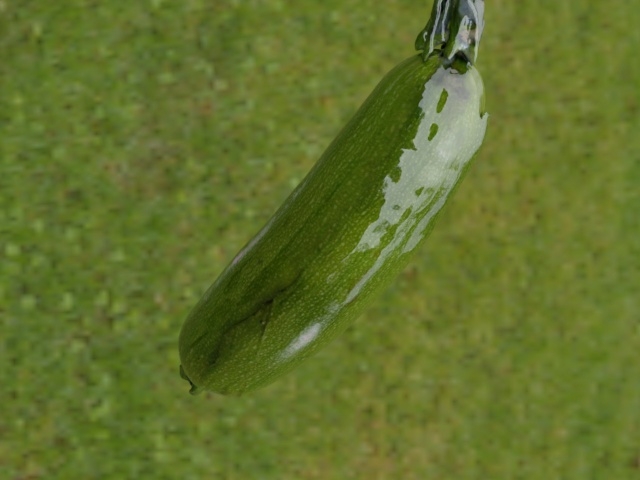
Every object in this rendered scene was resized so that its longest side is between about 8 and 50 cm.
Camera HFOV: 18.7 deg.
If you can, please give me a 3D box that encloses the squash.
[{"bbox_3d":[0.002,0.002,1.010,0.071,0.318,0.080,-8,55,-44],"label":"squash"}]
